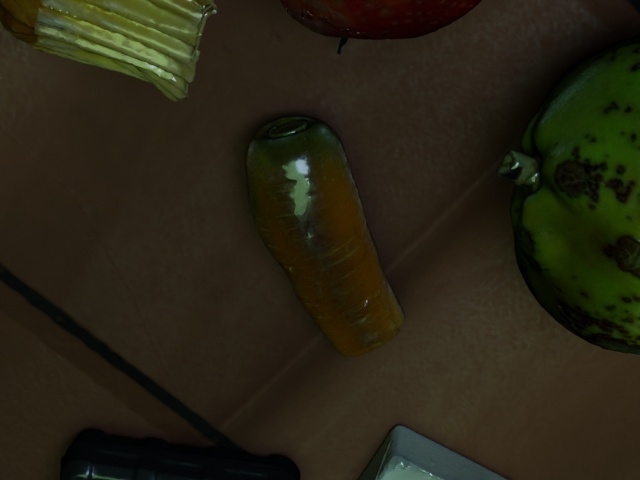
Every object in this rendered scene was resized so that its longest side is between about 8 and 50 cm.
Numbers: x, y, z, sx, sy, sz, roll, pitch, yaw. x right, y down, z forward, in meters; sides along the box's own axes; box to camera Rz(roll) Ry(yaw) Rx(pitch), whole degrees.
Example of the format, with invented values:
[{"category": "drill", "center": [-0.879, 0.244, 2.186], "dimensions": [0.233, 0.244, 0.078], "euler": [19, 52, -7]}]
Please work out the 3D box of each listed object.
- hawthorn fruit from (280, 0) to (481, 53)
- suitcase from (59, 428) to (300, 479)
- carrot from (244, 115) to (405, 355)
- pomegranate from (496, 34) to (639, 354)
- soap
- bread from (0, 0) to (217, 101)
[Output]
[{"category": "hawthorn fruit", "center": [0.035, -0.202, 1.031], "dimensions": [0.181, 0.181, 0.235], "euler": [21, 136, -5]}, {"category": "suitcase", "center": [-0.129, 0.306, 1.334], "dimensions": [0.206, 0.066, 0.285], "euler": [8, 115, 1]}, {"category": "carrot", "center": [0.000, 0.000, 1.174], "dimensions": [0.087, 0.087, 0.193], "euler": [-14, 115, 11]}, {"category": "pomegranate", "center": [0.261, -0.012, 1.065], "dimensions": [0.276, 0.204, 0.222], "euler": [38, 142, 4]}, {"category": "soap", "center": [0.071, 0.259, 1.297], "dimensions": [0.121, 0.064, 0.183], "euler": [28, 113, -7]}, {"category": "bread", "center": [-0.124, -0.243, 1.005], "dimensions": [0.156, 0.204, 0.288], "euler": [15, 119, -7]}]
